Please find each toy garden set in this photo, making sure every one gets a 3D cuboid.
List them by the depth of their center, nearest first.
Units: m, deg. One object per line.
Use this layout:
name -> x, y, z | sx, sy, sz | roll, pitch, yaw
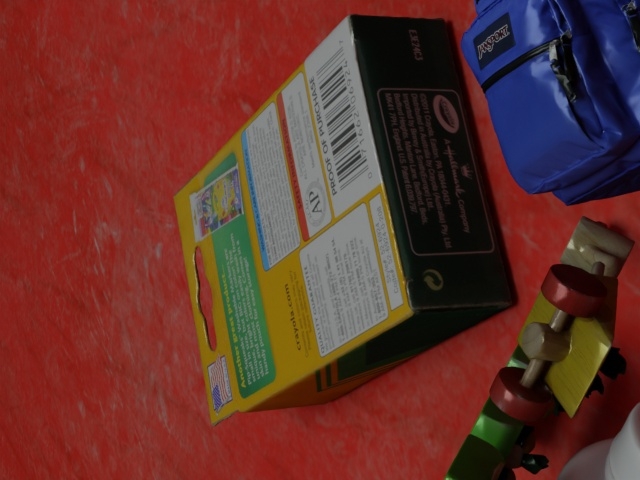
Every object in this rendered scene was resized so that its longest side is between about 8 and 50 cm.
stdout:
toy garden set -> 0.114, 0.080, 0.698 | 0.049, 0.244, 0.203 | 27, 116, 10

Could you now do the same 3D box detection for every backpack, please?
backpack -> 0.111, -0.084, 0.547 | 0.098, 0.101, 0.120 | -31, 73, 55

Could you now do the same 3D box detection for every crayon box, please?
crayon box -> 0.000, 0.000, 0.994 | 0.323, 0.083, 0.203 | -36, 61, 56

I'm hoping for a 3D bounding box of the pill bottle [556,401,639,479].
pill bottle -> 0.154, 0.182, 0.686 | 0.117, 0.117, 0.215 | 56, 139, 44
